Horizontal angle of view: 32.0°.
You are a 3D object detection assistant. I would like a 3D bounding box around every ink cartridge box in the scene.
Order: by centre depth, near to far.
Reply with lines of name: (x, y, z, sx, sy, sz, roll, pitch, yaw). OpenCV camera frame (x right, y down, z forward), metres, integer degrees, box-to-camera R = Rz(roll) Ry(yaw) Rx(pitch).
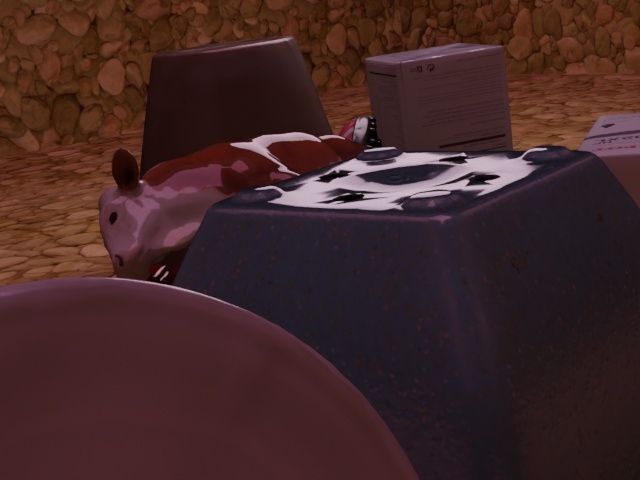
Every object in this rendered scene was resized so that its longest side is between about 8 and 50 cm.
ink cartridge box: (0.425, -0.072, 1.315, 0.223, 0.129, 0.307, -2, 14, 20)

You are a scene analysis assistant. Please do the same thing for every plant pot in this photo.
plant pot: (0.054, 0.086, 0.570, 0.247, 0.252, 0.247, 3, 17, 39)
plant pot: (-0.111, -0.120, 1.485, 0.323, 0.281, 0.323, -8, 12, 2)

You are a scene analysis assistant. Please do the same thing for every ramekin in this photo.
ramekin: (-0.092, 0.151, 0.377, 0.272, 0.273, 0.127, -16, 3, -33)

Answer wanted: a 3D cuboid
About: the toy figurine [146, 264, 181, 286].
toy figurine: (-0.126, 0.120, 0.788, 0.213, 0.148, 0.209, -15, 21, -39)

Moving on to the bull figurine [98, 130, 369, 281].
bull figurine: (-0.024, -0.025, 0.863, 0.188, 0.101, 0.310, 22, 23, 25)

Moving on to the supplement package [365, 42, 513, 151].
supplement package: (0.150, -0.110, 1.369, 0.133, 0.244, 0.139, -11, 14, -13)

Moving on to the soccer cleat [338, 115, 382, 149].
soccer cleat: (0.000, 0.000, 1.053, 0.116, 0.109, 0.318, -6, 46, 18)
